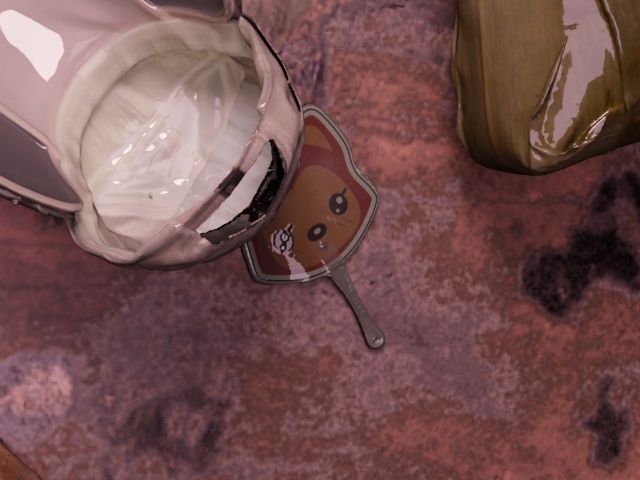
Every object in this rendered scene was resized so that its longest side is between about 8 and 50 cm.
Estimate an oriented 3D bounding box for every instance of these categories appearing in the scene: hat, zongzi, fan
[{"bbox_3d":[-0.142,-0.100,1.005,0.275,0.161,0.232,37,77,2],"label":"hat"},{"bbox_3d":[0.253,-0.276,1.142,0.356,0.174,0.393,-15,96,-25],"label":"zongzi"},{"bbox_3d":[0.000,0.000,1.144,0.132,0.009,0.220,-33,107,-16],"label":"fan"}]

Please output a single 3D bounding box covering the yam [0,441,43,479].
[{"bbox_3d":[-0.293,0.128,1.014,0.264,0.046,0.046,45,78,-21],"label":"yam"}]
